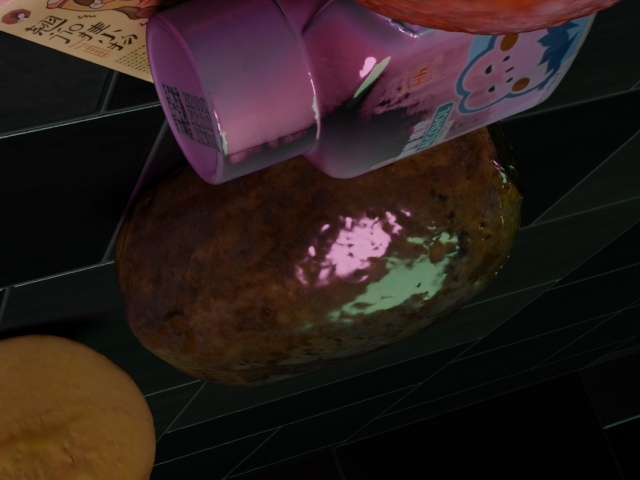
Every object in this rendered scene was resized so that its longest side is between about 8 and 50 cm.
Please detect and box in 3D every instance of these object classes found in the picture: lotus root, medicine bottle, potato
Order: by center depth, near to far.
[{"bbox_3d":[0.023,-0.094,0.650,0.188,0.094,0.119,-22,159,-18],"label":"medicine bottle"},{"bbox_3d":[0.000,0.000,0.896,0.275,0.152,0.160,-29,154,25],"label":"lotus root"},{"bbox_3d":[-0.257,0.169,1.168,0.203,0.178,0.158,-32,-171,-30],"label":"potato"}]

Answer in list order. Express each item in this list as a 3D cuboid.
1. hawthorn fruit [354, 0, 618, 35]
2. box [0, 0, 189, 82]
[{"bbox_3d":[0.049,-0.141,0.430,0.173,0.172,0.173,-19,166,-5],"label":"hawthorn fruit"},{"bbox_3d":[-0.087,-0.107,0.647,0.073,0.020,0.149,-26,164,22],"label":"box"}]
